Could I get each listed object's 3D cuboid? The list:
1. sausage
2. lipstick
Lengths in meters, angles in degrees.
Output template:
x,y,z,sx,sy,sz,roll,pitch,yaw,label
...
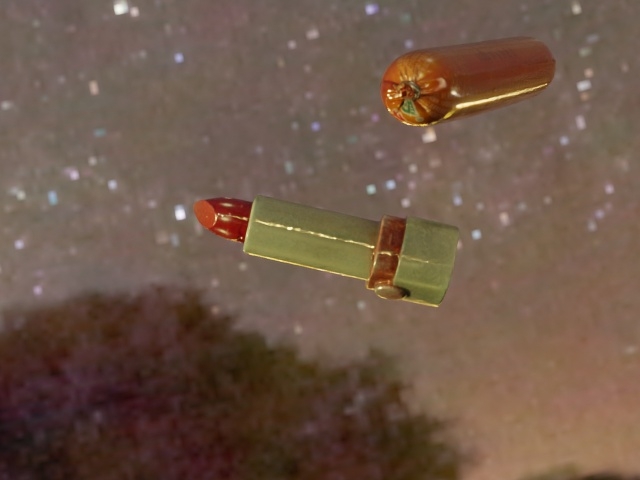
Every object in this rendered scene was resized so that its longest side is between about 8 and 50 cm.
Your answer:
x,y,z,sx,sy,sz,roll,pitch,yaw,label
0.113,-0.118,1.252,0.053,0.053,0.348,-19,1,23,sausage
0.000,0.001,1.209,0.186,0.057,0.063,12,-22,-1,lipstick
